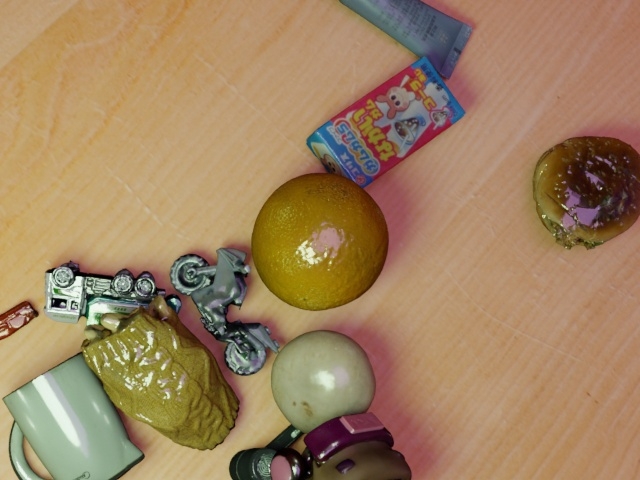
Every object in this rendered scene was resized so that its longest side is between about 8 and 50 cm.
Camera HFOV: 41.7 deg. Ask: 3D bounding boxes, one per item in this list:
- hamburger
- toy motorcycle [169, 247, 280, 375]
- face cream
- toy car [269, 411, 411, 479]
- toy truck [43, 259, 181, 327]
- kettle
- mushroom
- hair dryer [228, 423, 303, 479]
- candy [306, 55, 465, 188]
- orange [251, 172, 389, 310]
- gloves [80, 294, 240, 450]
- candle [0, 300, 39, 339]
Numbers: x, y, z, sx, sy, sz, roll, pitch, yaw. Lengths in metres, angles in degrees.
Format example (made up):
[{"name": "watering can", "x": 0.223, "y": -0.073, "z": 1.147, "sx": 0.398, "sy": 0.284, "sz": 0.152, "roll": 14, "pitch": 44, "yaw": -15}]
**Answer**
[{"name": "hamburger", "x": 0.577, "y": -0.106, "z": 1.832, "sx": 0.286, "sy": 0.146, "sz": 0.243, "roll": -44, "pitch": 86, "yaw": -14}, {"name": "toy motorcycle", "x": -0.170, "y": 0.124, "z": 1.637, "sx": 0.159, "sy": 0.106, "sz": 0.270, "roll": -35, "pitch": 87, "yaw": -10}, {"name": "face cream", "x": 0.147, "y": -0.502, "z": 1.819, "sx": 0.385, "sy": 0.086, "sz": 0.135, "roll": 29, "pitch": 79, "yaw": -13}, {"name": "toy car", "x": 0.041, "y": 0.495, "z": 1.498, "sx": 0.271, "sy": 0.240, "sz": 0.340, "roll": 3, "pitch": 120, "yaw": -44}, {"name": "toy truck", "x": -0.391, "y": 0.111, "z": 1.585, "sx": 0.254, "sy": 0.114, "sz": 0.124, "roll": 7, "pitch": 91, "yaw": -12}, {"name": "kettle", "x": -0.462, "y": 0.354, "z": 1.514, "sx": 0.221, "sy": 0.161, "sz": 0.236, "roll": -31, "pitch": 92, "yaw": 4}, {"name": "mushroom", "x": 0.013, "y": 0.267, "z": 1.613, "sx": 0.204, "sy": 0.204, "sz": 0.204, "roll": 2, "pitch": 81, "yaw": -13}, {"name": "hair dryer", "x": -0.070, "y": 0.392, "z": 1.623, "sx": 0.219, "sy": 0.124, "sz": 0.071, "roll": -36, "pitch": 93, "yaw": -32}, {"name": "candy", "x": 0.137, "y": -0.237, "z": 1.766, "sx": 0.306, "sy": 0.100, "sz": 0.157, "roll": -35, "pitch": 91, "yaw": -15}, {"name": "orange", "x": 0.000, "y": 0.000, "z": 1.613, "sx": 0.274, "sy": 0.274, "sz": 0.274, "roll": 2, "pitch": 81, "yaw": -13}, {"name": "gloves", "x": -0.272, "y": 0.239, "z": 1.509, "sx": 0.356, "sy": 0.155, "sz": 0.203, "roll": 49, "pitch": 59, "yaw": -32}, {"name": "candle", "x": -0.605, "y": 0.163, "z": 1.555, "sx": 0.162, "sy": 0.048, "sz": 0.053, "roll": -30, "pitch": 60, "yaw": -14}]
